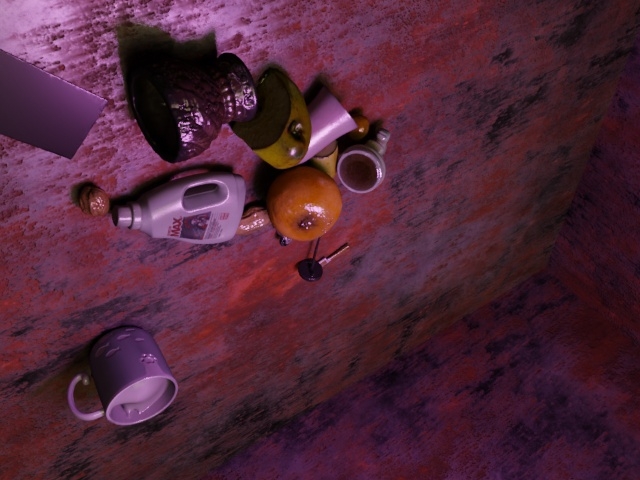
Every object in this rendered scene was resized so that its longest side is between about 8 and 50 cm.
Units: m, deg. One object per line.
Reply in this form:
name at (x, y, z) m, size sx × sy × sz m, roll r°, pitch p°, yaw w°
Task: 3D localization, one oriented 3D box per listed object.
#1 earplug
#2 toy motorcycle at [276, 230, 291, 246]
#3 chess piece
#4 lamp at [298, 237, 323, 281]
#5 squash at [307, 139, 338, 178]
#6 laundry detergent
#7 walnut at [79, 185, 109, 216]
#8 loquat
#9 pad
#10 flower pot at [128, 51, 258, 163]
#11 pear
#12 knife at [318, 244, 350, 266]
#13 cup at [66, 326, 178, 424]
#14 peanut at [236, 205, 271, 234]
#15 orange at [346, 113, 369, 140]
earplug at (-0.045, -0.341, 1.860) m, size 0.301 × 0.172 × 0.172 m, roll -39°, pitch 145°, yaw 9°
toy motorcycle at (-0.105, -0.078, 2.149) m, size 0.152 × 0.073 × 0.225 m, roll -42°, pitch 153°, yaw -25°
chess piece at (0.179, -0.302, 2.055) m, size 0.298 × 0.176 × 0.176 m, roll -55°, pitch 169°, yaw -55°
lamp at (-0.015, -0.015, 2.339) m, size 0.130 × 0.108 × 0.371 m, roll -4°, pitch 118°, yaw -24°
squash at (0.011, -0.276, 2.006) m, size 0.123 × 0.123 × 0.187 m, roll -30°, pitch 145°, yaw -14°
laundry detergent at (-0.443, -0.100, 1.790) m, size 0.398 × 0.125 × 0.264 m, roll -4°, pitch 133°, yaw -37°
walnut at (-0.648, -0.110, 1.630) m, size 0.079 × 0.082 × 0.096 m, roll 2°, pitch 134°, yaw -7°
loquat at (-0.056, -0.123, 1.929) m, size 0.263 × 0.263 × 0.263 m, roll -24°, pitch 142°, yaw -21°
pad at (-0.703, -0.326, 1.403) m, size 0.202 × 0.005 × 0.300 m, roll -50°, pitch 144°, yaw 16°
flower pot at (-0.325, -0.369, 1.501) m, size 0.267 × 0.266 × 0.266 m, roll -31°, pitch 146°, yaw -31°
pear at (-0.108, -0.350, 1.706) m, size 0.164 × 0.255 × 0.238 m, roll 22°, pitch 108°, yaw -50°
knife at (0.019, 0.088, 2.494) m, size 0.256 × 0.022 × 0.046 m, roll -34°, pitch 153°, yaw -1°
cup at (-0.730, 0.493, 2.043) m, size 0.356 × 0.274 × 0.259 m, roll -21°, pitch 140°, yaw -23°
peanut at (-0.250, -0.071, 2.023) m, size 0.194 × 0.083 × 0.093 m, roll -19°, pitch 154°, yaw -28°
orange at (0.128, -0.398, 2.007) m, size 0.085 × 0.085 × 0.095 m, roll -5°, pitch 121°, yaw -39°
